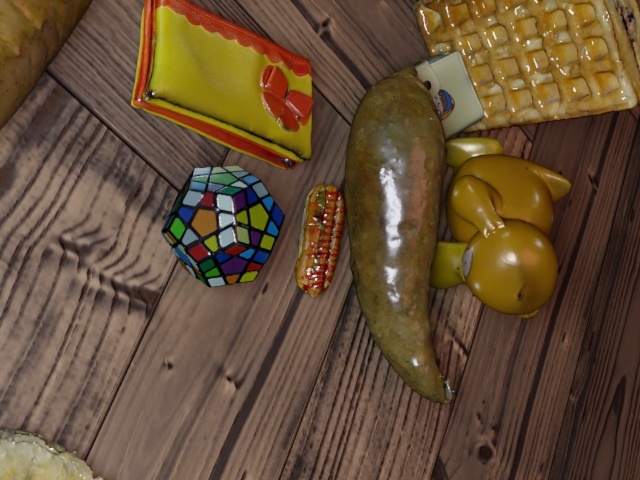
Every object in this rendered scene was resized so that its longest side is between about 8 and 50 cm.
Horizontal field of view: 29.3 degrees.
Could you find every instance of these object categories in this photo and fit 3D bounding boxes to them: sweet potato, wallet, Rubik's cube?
[{"bbox_3d":[0.097,-0.007,1.510,0.130,0.130,0.423,1,84,-48],"label":"sweet potato"},{"bbox_3d":[0.137,-0.180,1.625,0.155,0.039,0.110,-29,104,-31],"label":"wallet"},{"bbox_3d":[-0.104,-0.016,1.300,0.112,0.133,0.133,-38,114,-14],"label":"Rubik's cube"},{"bbox_3d":[-0.099,-0.180,1.369,0.241,0.067,0.141,19,67,-44],"label":"wallet"}]

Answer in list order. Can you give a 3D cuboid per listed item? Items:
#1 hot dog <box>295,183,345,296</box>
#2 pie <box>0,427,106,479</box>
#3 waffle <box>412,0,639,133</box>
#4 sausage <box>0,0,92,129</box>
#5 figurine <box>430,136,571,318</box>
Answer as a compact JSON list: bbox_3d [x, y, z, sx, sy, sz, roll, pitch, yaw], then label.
[{"bbox_3d":[0.001,0.000,1.467,0.062,0.038,0.144,28,64,-42],"label":"hot dog"},{"bbox_3d":[-0.280,0.303,1.092,0.274,0.055,0.274,10,77,-47],"label":"pie"},{"bbox_3d":[0.277,-0.264,1.620,0.091,0.308,0.213,-33,108,-39],"label":"waffle"},{"bbox_3d":[-0.290,-0.222,1.127,0.136,0.123,0.501,31,58,-9],"label":"sausage"},{"bbox_3d":[0.230,-0.014,1.598,0.215,0.215,0.228,50,52,-30],"label":"figurine"}]
